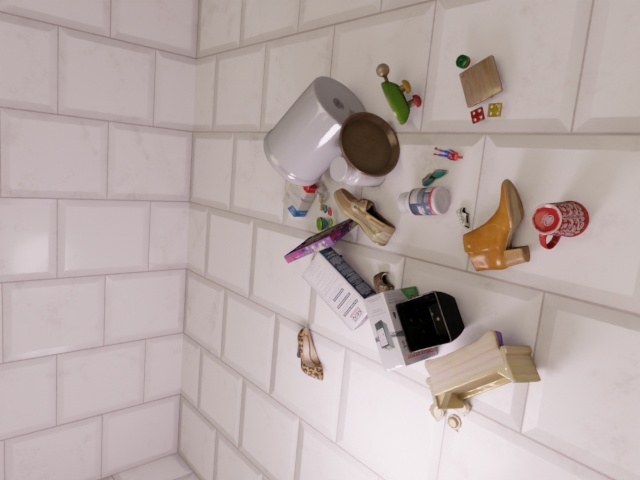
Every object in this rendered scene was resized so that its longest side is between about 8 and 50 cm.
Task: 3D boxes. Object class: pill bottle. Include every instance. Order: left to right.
[{"bbox_3d":[0.156,-0.294,1.963,0.131,0.229,0.131,3,94,48],"label":"pill bottle"},{"bbox_3d":[0.392,-0.149,1.794,0.180,0.108,0.107,1,93,50],"label":"pill bottle"}]

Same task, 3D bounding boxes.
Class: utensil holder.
[{"bbox_3d":[-0.023,-0.485,2.092,0.385,0.328,0.327,-41,62,40],"label":"utensil holder"}]

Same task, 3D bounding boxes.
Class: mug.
[{"bbox_3d":[0.707,-0.046,1.391,0.113,0.169,0.150,1,92,48],"label":"mug"}]

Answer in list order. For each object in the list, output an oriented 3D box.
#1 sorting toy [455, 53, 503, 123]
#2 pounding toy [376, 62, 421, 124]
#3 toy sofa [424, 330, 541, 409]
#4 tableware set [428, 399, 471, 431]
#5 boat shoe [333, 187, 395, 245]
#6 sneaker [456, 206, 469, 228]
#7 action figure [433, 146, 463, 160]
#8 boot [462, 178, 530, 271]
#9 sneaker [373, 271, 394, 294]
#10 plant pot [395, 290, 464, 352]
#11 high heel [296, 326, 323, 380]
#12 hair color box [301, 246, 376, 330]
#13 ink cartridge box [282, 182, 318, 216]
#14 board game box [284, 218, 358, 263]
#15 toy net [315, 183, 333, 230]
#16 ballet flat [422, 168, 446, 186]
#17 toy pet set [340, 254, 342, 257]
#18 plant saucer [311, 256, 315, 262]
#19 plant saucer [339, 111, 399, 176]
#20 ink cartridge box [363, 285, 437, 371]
[{"bbox_3d":[0.565,-0.537,1.623,0.132,0.046,0.274,-22,75,47],"label":"sorting toy"},{"bbox_3d":[0.318,-0.582,1.839,0.110,0.183,0.236,-24,68,20],"label":"pounding toy"},{"bbox_3d":[0.543,0.451,1.616,0.362,0.150,0.177,-42,48,41],"label":"toy sofa"},{"bbox_3d":[0.492,0.640,1.786,0.141,0.020,0.168,35,116,40],"label":"tableware set"},{"bbox_3d":[0.194,-0.127,2.025,0.341,0.122,0.110,47,121,24],"label":"boat shoe"},{"bbox_3d":[0.524,-0.083,1.703,0.037,0.032,0.083,-39,64,43],"label":"sneaker"},{"bbox_3d":[0.478,-0.321,1.747,0.115,0.030,0.038,27,118,40],"label":"action figure"},{"bbox_3d":[0.577,-0.044,1.591,0.211,0.104,0.295,-13,87,48],"label":"boot"},{"bbox_3d":[0.278,0.222,1.974,0.071,0.066,0.188,-35,66,43],"label":"sneaker"},{"bbox_3d":[0.423,0.293,1.733,0.187,0.167,0.188,-30,69,43],"label":"plant pot"},{"bbox_3d":[-0.047,0.563,2.338,0.261,0.093,0.186,39,126,51],"label":"high heel"},{"bbox_3d":[0.093,0.213,2.091,0.347,0.105,0.174,46,125,19],"label":"hair color box"},{"bbox_3d":[-0.093,-0.247,2.366,0.134,0.078,0.231,54,129,31],"label":"ink cartridge box"},{"bbox_3d":[0.000,0.000,2.178,0.347,0.208,0.056,-24,105,46],"label":"board game box"},{"bbox_3d":[0.008,-0.167,2.255,0.122,0.045,0.232,147,116,-68],"label":"toy net"},{"bbox_3d":[0.433,-0.251,1.797,0.114,0.041,0.041,-35,66,43],"label":"ballet flat"},{"bbox_3d":[0.064,0.140,2.238,0.122,0.065,0.114,-14,46,45],"label":"toy pet set"},{"bbox_3d":[-0.021,0.122,2.351,0.083,0.013,0.083,3,93,49],"label":"plant saucer"},{"bbox_3d":[0.195,-0.384,1.891,0.041,0.278,0.277,-26,72,63],"label":"plant saucer"},{"bbox_3d":[0.314,0.341,1.830,0.122,0.211,0.289,-31,70,45],"label":"ink cartridge box"}]
